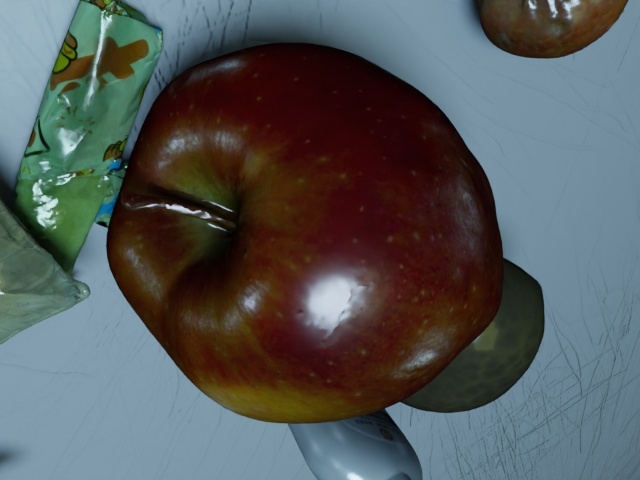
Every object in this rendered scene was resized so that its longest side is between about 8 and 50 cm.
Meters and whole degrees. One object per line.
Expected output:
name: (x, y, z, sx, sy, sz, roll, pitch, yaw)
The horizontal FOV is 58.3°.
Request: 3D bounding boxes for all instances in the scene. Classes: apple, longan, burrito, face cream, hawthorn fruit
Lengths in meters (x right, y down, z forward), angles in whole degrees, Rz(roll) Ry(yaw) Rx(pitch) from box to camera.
apple: (0.000, 0.000, 0.462, 0.316, 0.288, 0.288, 20, 108, -50)
longan: (0.148, 0.097, 0.650, 0.197, 0.198, 0.212, 8, 130, -29)
burrito: (-0.189, -0.060, 0.478, 0.104, 0.054, 0.288, 17, 107, -34)
face cream: (0.036, 0.206, 0.588, 0.143, 0.291, 0.071, 25, 103, -36)
hawthorn fruit: (0.217, -0.239, 0.541, 0.149, 0.149, 0.189, -56, 165, 11)

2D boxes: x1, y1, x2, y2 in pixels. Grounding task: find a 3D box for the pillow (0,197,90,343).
pillow: (-0.325, -0.031, 0.389, 0.184, 0.075, 0.303, -30, 114, -1)
